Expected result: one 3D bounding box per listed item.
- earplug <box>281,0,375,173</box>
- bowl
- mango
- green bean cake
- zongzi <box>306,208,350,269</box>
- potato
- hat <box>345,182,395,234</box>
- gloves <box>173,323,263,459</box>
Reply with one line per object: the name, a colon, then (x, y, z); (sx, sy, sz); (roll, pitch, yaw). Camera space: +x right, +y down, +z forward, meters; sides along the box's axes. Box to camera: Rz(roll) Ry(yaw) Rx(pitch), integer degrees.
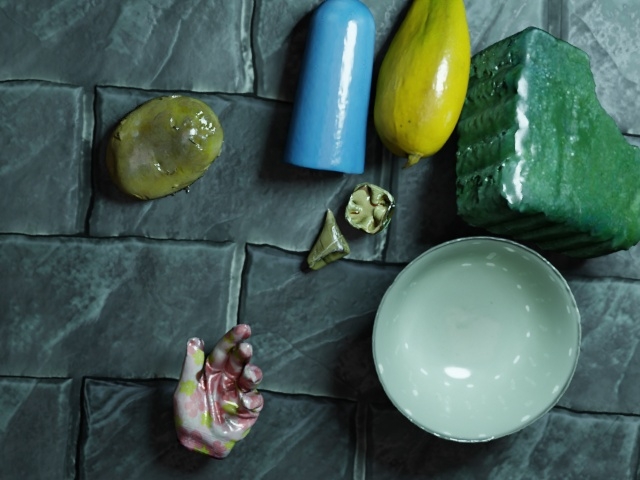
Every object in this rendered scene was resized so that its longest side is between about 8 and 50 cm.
earplug: (0.023, -0.249, 1.751); (0.132, 0.132, 0.272); (8, 97, -4)
bowl: (0.243, 0.145, 1.818); (0.337, 0.157, 0.337); (-1, 100, -4)
mango: (0.162, -0.261, 1.729); (0.119, 0.176, 0.316); (16, 84, -22)
green bean cake: (0.365, -0.144, 1.738); (0.308, 0.169, 0.300); (16, 72, -29)
zongzi: (0.000, 0.000, 1.842); (0.076, 0.040, 0.083); (-27, 89, 9)
potato: (-0.252, -0.144, 1.779); (0.200, 0.081, 0.164); (-32, 102, 6)
hat: (0.083, -0.051, 1.823); (0.076, 0.059, 0.077); (27, 94, 9)
gloves: (-0.160, 0.241, 1.839); (0.145, 0.126, 0.241); (28, 102, 17)
